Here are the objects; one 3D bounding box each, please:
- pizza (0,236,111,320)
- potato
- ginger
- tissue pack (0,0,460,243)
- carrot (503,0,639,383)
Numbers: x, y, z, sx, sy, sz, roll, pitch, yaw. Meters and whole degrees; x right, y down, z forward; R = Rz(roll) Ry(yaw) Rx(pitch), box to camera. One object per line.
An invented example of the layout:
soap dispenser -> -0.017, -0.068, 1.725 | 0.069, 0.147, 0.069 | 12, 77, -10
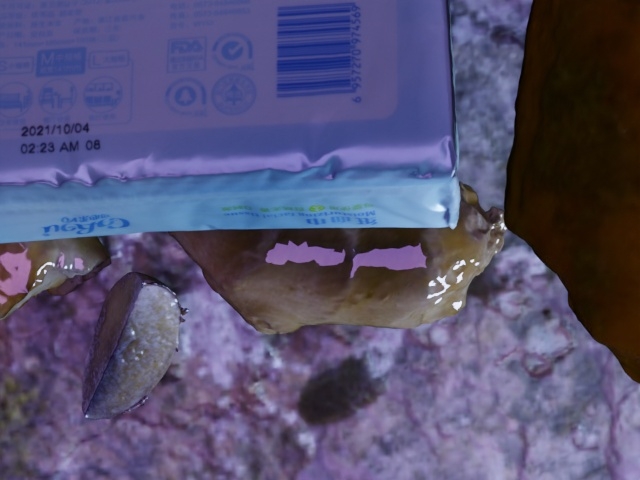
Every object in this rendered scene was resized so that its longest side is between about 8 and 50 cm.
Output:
pizza -> -0.292, -0.007, 0.982 | 0.365, 0.074, 0.182 | 6, 97, 2
potato -> -0.099, 0.051, 0.994 | 0.037, 0.036, 0.093 | 7, 123, -31
ginger -> 0.000, -0.002, 0.955 | 0.190, 0.069, 0.095 | 5, 67, 6
tissue pack -> -0.065, -0.090, 0.914 | 0.263, 0.089, 0.177 | -4, 66, 8
carrot -> 0.212, -0.092, 0.832 | 0.241, 0.241, 0.340 | 7, 97, 5
